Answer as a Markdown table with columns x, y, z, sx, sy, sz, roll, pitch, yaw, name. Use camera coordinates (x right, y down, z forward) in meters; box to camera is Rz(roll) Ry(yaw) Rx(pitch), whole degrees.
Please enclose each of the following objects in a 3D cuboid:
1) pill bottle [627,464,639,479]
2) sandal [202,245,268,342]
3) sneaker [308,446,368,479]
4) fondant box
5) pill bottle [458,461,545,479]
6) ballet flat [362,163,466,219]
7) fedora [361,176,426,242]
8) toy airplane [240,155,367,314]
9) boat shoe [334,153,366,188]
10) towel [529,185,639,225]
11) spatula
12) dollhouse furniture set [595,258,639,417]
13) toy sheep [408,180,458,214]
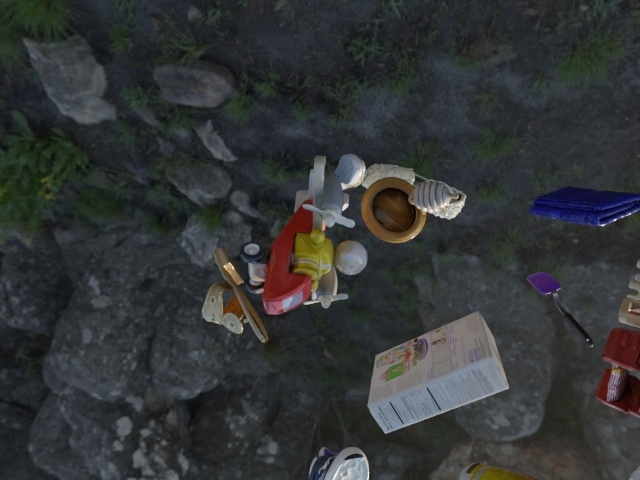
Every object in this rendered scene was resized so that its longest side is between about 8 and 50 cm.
| x | y | z | sx | sy | sz | roll | pitch | yaw | name |
| --- | --- | --- | --- | --- | --- | --- | --- | --- | --- |
| 0.486 | 0.395 | 0.426 | 0.408 | 0.229 | 0.229 | 48 | 138 | 0 | pill bottle |
| -0.160 | 0.104 | 0.780 | 0.079 | 0.240 | 0.088 | -29 | 130 | -6 | sandal |
| 0.034 | 0.682 | 1.398 | 0.130 | 0.236 | 0.323 | 1 | 112 | -18 | sneaker |
| 0.295 | 0.337 | 1.216 | 0.330 | 0.238 | 0.096 | -28 | 100 | 19 | fondant box |
| 0.369 | 0.496 | 0.864 | 0.117 | 0.117 | 0.214 | 35 | 153 | -27 | pill bottle |
| 0.358 | -0.205 | 1.738 | 0.408 | 0.147 | 0.147 | 18 | 143 | -10 | ballet flat |
| 0.209 | -0.085 | 1.359 | 0.194 | 0.195 | 0.079 | 11 | 176 | 2 | fedora |
| 0.000 | 0.000 | 1.201 | 0.272 | 0.385 | 0.386 | 19 | -176 | 16 | toy airplane |
| 0.118 | -0.251 | 1.704 | 0.093 | 0.109 | 0.302 | -10 | 179 | -10 | boat shoe |
| 0.929 | -0.135 | 1.644 | 0.227 | 0.308 | 0.076 | -22 | 107 | -13 | towel |
| 0.811 | 0.224 | 1.566 | 0.084 | 0.297 | 0.030 | -19 | 147 | -9 | spatula |
| 0.871 | 0.258 | 1.237 | 0.152 | 0.374 | 0.201 | 16 | 141 | 38 | dollhouse furniture set |
| 0.287 | -0.110 | 1.192 | 0.131 | 0.091 | 0.091 | -4 | 141 | 30 | toy sheep |
